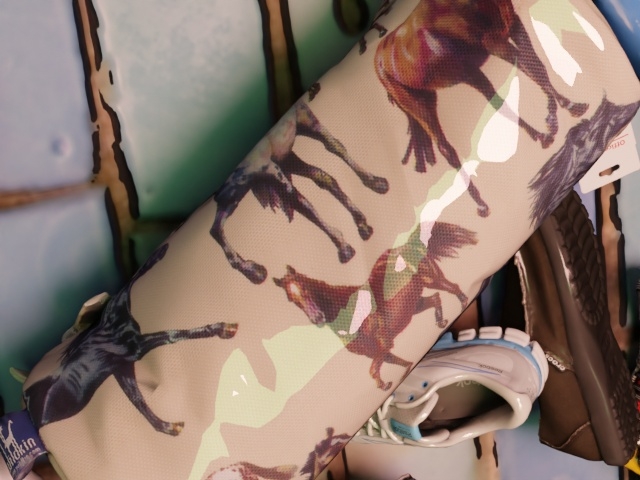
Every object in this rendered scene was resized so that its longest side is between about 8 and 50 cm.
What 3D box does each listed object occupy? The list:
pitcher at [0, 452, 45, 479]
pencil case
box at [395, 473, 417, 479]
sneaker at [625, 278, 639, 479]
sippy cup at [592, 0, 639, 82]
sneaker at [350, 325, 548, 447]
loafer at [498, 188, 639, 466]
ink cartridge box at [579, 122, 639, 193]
[{"bbox_3d":[-0.154,0.219,0.635,0.178,0.125,0.207,-28,97,-28],"label":"pitcher"},{"bbox_3d":[0.000,0.000,0.642,0.183,0.160,0.410,42,92,10],"label":"pencil case"},{"bbox_3d":[-0.021,0.384,0.680,0.395,0.318,0.097,-33,152,-1],"label":"box"},{"bbox_3d":[0.253,0.126,0.787,0.092,0.088,0.225,-16,110,-8],"label":"sneaker"},{"bbox_3d":[0.234,-0.200,0.620,0.224,0.240,0.305,-35,67,8],"label":"sippy cup"},{"bbox_3d":[0.047,0.102,0.704,0.190,0.083,0.071,-13,106,18],"label":"sneaker"},{"bbox_3d":[0.150,0.054,0.741,0.078,0.080,0.220,-12,99,29],"label":"loafer"},{"bbox_3d":[0.178,-0.079,0.735,0.048,0.028,0.083,-23,110,-7],"label":"ink cartridge box"}]
